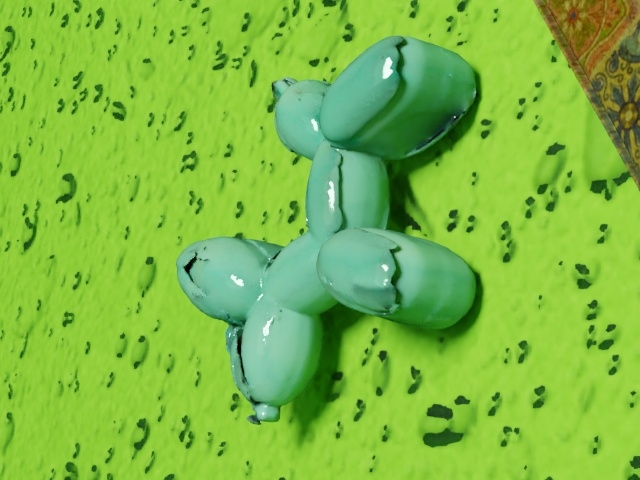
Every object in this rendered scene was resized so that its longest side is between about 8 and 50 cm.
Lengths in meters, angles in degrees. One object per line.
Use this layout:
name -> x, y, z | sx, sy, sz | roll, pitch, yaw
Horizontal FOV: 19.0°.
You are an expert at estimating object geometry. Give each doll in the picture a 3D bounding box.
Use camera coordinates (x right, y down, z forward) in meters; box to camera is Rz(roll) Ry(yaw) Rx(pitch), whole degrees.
doll -> 0.000, 0.000, 0.831 | 0.158, 0.059, 0.159 | -8, 75, 50

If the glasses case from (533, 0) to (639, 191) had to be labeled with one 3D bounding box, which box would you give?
glasses case -> 0.143, -0.015, 0.632 | 0.049, 0.075, 0.218 | -53, 43, 34
